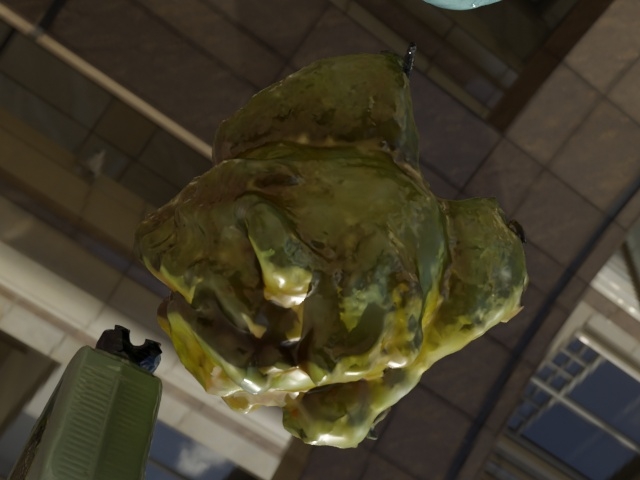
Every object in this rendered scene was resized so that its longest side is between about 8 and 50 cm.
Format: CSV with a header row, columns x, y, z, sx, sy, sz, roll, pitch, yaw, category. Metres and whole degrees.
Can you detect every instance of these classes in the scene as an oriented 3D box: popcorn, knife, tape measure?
x,y,z,sx,sy,sz,roll,pitch,yaw,category
-0.011,-0.004,0.949,0.321,0.290,0.326,30,-68,31,popcorn
0.072,-0.098,1.162,0.045,0.021,0.222,123,-21,-83,knife
-0.221,0.224,0.996,0.207,0.115,0.235,-58,-165,28,tape measure

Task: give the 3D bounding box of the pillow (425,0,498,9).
x,y,z,sx,sy,sz,roll,pitch,yaw,category
0.194,-0.268,1.004,0.233,0.086,0.214,-10,-171,12,pillow
